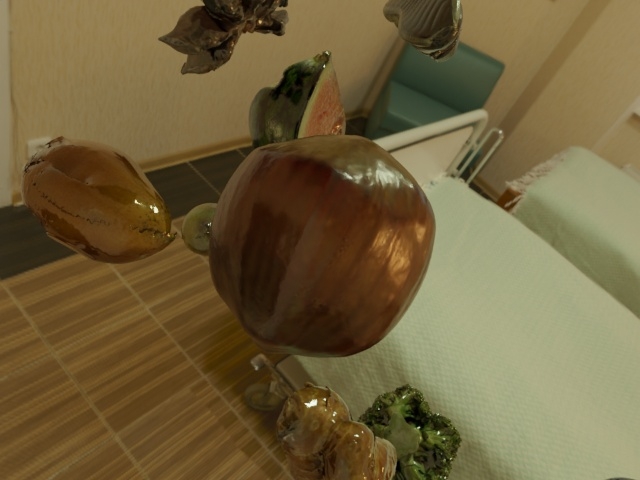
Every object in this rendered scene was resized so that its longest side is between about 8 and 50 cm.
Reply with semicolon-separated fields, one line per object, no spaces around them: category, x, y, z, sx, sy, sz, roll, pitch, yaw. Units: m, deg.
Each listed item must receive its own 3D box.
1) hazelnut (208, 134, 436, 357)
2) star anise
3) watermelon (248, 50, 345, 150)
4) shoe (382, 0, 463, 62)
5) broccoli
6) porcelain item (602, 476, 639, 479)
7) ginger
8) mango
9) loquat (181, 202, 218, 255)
hazelnut;-0.001;0.000;0.460;0.210;0.186;0.210;12;47;-13
star anise;-0.111;-0.293;0.636;0.208;0.172;0.063;-34;80;-15
watermelon;-0.051;-0.159;0.799;0.129;0.303;0.159;25;74;15
shoe;0.174;-0.329;0.763;0.112;0.099;0.227;37;23;-33
broccoli;0.113;0.282;0.685;0.146;0.137;0.162;16;61;19
porcelain item;0.423;0.365;0.601;0.138;0.186;0.288;54;2;18
ginger;0.020;0.188;0.436;0.103;0.162;0.073;29;58;24
mango;-0.147;-0.029;0.328;0.077;0.063;0.127;-34;53;-32
loquat;-0.292;-0.030;1.336;0.152;0.152;0.195;25;5;-5
